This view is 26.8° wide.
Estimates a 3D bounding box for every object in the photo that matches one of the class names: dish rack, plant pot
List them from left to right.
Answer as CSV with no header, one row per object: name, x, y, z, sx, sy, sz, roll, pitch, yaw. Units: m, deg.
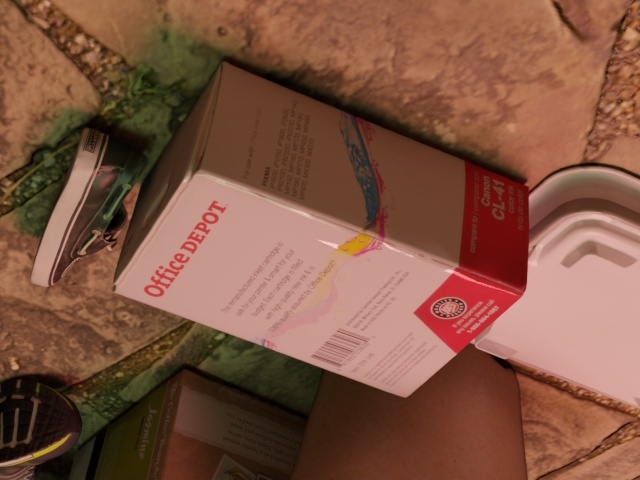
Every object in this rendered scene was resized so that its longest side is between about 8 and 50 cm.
plant pot,0.090,0.276,1.406,0.333,0.305,0.334,6,144,4
dish rack,0.301,0.073,1.282,0.333,0.072,0.285,22,143,-16

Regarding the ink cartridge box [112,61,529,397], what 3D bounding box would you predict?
ink cartridge box,0.000,0.000,1.193,0.306,0.131,0.226,23,143,-16

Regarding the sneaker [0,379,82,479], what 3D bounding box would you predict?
sneaker,-0.383,0.252,1.672,0.300,0.111,0.121,-19,146,41

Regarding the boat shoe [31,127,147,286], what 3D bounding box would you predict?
boat shoe,-0.220,-0.017,1.265,0.070,0.078,0.219,20,142,-13

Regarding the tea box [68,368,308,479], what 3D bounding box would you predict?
tea box,-0.119,0.361,1.645,0.329,0.220,0.323,26,142,-23
